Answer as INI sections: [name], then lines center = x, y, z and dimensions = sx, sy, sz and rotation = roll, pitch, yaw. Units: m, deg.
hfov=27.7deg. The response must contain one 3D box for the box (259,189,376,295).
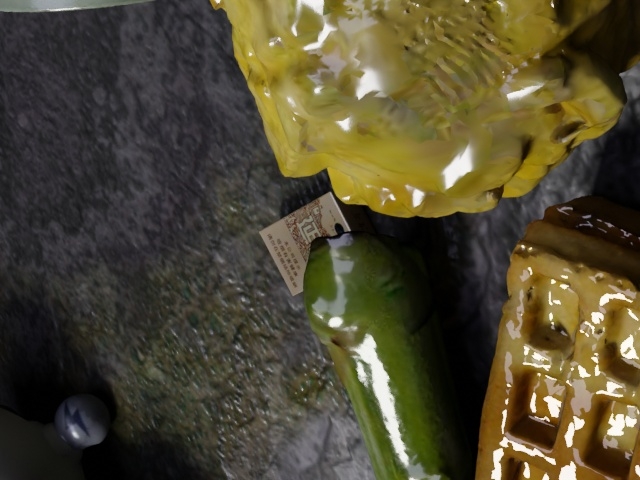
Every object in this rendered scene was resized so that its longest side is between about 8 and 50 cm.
[box]
center = 0.000, 0.000, 0.890
dimensions = 0.083, 0.024, 0.053
rotation = -29, 89, 48

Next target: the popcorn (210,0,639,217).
[popcorn]
center = 0.058, -0.128, 0.645
dimensions = 0.250, 0.190, 0.250
rotation = 5, 142, 4

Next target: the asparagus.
[asparagus]
center = 0.066, 0.138, 0.855
dimensions = 0.085, 0.082, 0.343
rotation = -115, 6, -70

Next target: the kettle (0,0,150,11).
[kettle]
center = -0.160, -0.284, 0.815
dimensions = 0.240, 0.165, 0.255
rotation = -143, 42, -63

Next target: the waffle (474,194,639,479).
[waffle]
center = 0.195, 0.153, 0.734
dimensions = 0.224, 0.098, 0.328
rotation = 22, 124, 32

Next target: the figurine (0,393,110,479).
[figurine]
center = -0.236, 0.265, 1.124
dimensions = 0.381, 0.261, 0.186
rotation = 25, 163, 19
